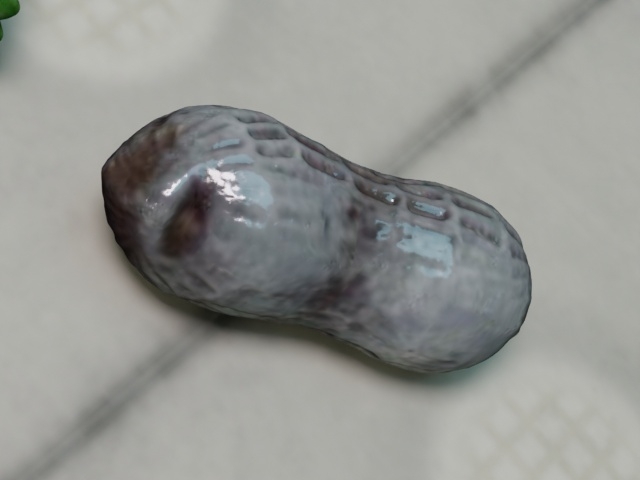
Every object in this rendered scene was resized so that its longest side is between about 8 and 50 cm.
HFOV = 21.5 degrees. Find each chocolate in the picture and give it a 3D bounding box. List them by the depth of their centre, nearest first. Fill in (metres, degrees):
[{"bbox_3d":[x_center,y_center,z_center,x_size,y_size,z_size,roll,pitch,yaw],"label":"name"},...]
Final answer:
[{"bbox_3d":[0.000,0.000,0.597,0.167,0.072,0.072,17,59,-20],"label":"chocolate"}]

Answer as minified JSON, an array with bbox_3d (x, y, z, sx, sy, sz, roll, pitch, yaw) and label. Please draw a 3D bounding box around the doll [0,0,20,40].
[{"bbox_3d":[-0.116,-0.118,0.581,0.076,0.078,0.113,29,60,18],"label":"doll"}]
